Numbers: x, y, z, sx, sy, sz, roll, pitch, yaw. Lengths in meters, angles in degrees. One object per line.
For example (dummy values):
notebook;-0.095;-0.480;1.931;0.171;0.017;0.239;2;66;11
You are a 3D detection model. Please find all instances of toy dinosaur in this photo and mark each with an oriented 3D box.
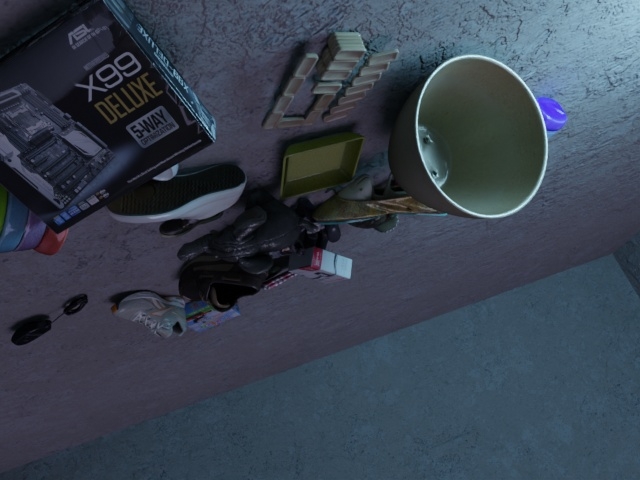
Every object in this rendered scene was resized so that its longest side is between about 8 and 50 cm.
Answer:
toy dinosaur;0.132;-0.082;1.619;0.314;0.121;0.160;-5;139;-44

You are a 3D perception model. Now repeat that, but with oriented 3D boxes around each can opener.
can opener;0.000;0.000;1.709;0.076;0.095;0.283;-16;157;-15

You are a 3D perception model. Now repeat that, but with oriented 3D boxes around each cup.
cup;0.276;-0.198;1.298;0.331;0.330;0.237;-11;180;-26

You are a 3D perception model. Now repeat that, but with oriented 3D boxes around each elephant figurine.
elephant figurine;-0.165;0.001;1.374;0.186;0.169;0.239;-41;179;41

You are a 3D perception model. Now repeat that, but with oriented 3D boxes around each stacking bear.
stacking bear;-0.572;-0.065;0.972;0.289;0.164;0.175;7;144;-43

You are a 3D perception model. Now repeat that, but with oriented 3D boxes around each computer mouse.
computer mouse;-0.719;0.205;1.603;0.242;0.041;0.071;-31;166;5

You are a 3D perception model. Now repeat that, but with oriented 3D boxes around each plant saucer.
plant saucer;-0.007;-0.176;1.368;0.188;0.045;0.188;-16;157;-14

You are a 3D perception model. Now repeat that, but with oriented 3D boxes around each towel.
towel;-0.096;0.109;1.862;0.197;0.029;0.144;-25;-179;-13

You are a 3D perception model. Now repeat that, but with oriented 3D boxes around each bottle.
bottle;0.509;-0.256;1.599;0.118;0.092;0.283;-6;153;-37

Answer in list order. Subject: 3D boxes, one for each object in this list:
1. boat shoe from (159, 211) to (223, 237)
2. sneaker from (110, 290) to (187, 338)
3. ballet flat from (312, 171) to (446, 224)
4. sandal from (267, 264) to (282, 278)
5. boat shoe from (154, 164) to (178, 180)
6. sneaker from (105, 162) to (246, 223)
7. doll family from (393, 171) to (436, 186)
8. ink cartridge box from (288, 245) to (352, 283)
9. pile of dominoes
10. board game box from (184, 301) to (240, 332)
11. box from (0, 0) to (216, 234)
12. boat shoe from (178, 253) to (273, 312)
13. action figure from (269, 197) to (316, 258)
boat shoe;-0.297;-0.056;1.373;0.152;0.056;0.049;-26;154;-15
sneaker;-0.477;0.221;1.739;0.099;0.121;0.262;-34;155;25
ballet flat;0.150;-0.112;1.471;0.349;0.123;0.123;-4;156;-2
sandal;-0.212;0.109;1.819;0.219;0.060;0.090;-24;177;-35
boat shoe;-0.324;-0.148;1.100;0.083;0.075;0.226;-25;158;7
sneaker;-0.296;-0.072;1.256;0.290;0.105;0.123;-13;154;-25
doll family;0.323;-0.181;1.562;0.163;0.118;0.263;-6;153;-33
ink cartridge box;0.001;0.073;1.739;0.151;0.063;0.109;21;156;-36
pile of dominoes;0.010;-0.298;1.149;0.196;0.040;0.251;-10;163;-28
board game box;-0.370;0.238;1.985;0.160;0.039;0.211;-24;159;3
box;-0.345;-0.176;0.875;0.308;0.076;0.242;-27;127;13
boat shoe;-0.270;0.111;1.579;0.132;0.130;0.355;32;143;-30
action figure;-0.114;0.002;1.613;0.185;0.099;0.285;-14;161;-34
